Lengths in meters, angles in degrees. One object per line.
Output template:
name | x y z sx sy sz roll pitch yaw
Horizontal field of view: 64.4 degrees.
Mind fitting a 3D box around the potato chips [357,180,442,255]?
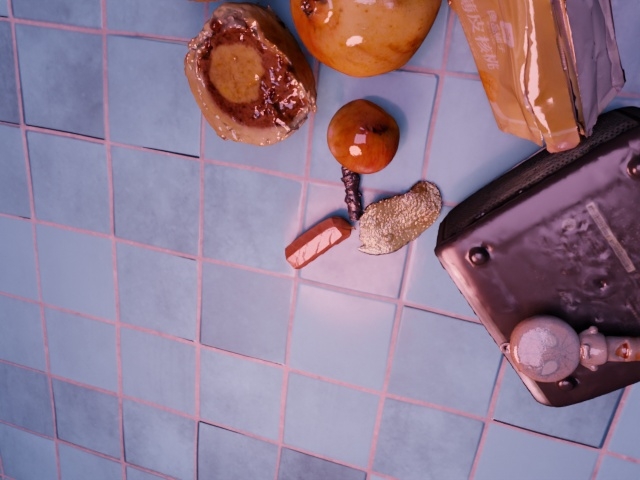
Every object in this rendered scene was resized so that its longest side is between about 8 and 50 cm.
potato chips | 0.157 -0.045 1.069 0.142 0.026 0.209 28 113 -9

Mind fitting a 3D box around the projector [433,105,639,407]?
projector | 0.472 0.034 0.892 0.405 0.242 0.395 -33 96 24

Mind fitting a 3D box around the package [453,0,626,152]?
package | 0.327 -0.301 0.783 0.221 0.165 0.311 -6 129 35

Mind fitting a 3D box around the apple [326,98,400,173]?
apple | 0.086 -0.202 0.978 0.146 0.146 0.147 5 110 15

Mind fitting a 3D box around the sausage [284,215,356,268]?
sausage | -0.001 0.000 1.119 0.169 0.065 0.065 -35 97 25

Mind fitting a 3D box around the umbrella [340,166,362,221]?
umbrella | 0.065 -0.113 1.073 0.037 0.040 0.144 14 118 49

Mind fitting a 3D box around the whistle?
whistle | 0.398 0.169 0.804 0.219 0.057 0.107 -3 95 12

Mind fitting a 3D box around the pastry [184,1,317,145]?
pastry | -0.124 -0.323 0.993 0.236 0.170 0.256 -23 111 43

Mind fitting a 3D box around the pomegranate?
pomegranate | 0.073 -0.405 0.840 0.264 0.264 0.265 5 110 15

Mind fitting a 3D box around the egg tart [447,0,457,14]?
egg tart | 0.332 -0.473 0.822 0.296 0.132 0.297 15 131 18
